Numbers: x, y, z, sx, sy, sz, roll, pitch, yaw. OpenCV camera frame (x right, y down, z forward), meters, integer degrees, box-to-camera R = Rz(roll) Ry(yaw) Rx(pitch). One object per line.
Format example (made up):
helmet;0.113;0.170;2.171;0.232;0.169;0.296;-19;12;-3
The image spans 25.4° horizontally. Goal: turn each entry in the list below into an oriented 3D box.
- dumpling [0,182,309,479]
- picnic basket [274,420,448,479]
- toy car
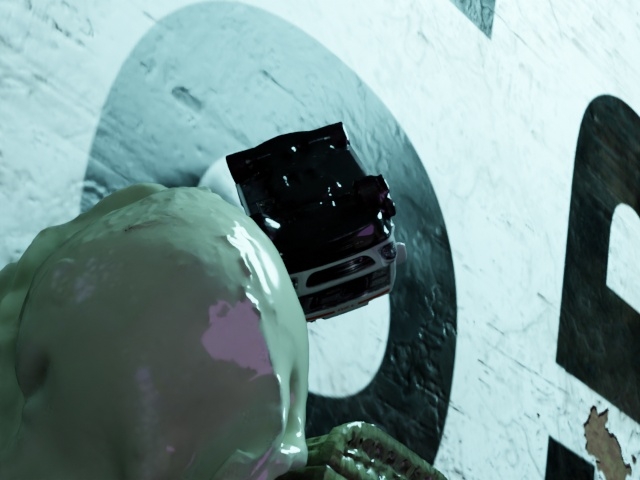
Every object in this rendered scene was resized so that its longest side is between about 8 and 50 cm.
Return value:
dumpling;-0.101;0.063;0.744;0.258;0.193;0.147;58;-7;46
picnic basket;-0.035;0.187;0.796;0.134;0.196;0.154;36;55;-37
toy car;0.000;0.000;0.900;0.210;0.089;0.108;-118;-169;-69
